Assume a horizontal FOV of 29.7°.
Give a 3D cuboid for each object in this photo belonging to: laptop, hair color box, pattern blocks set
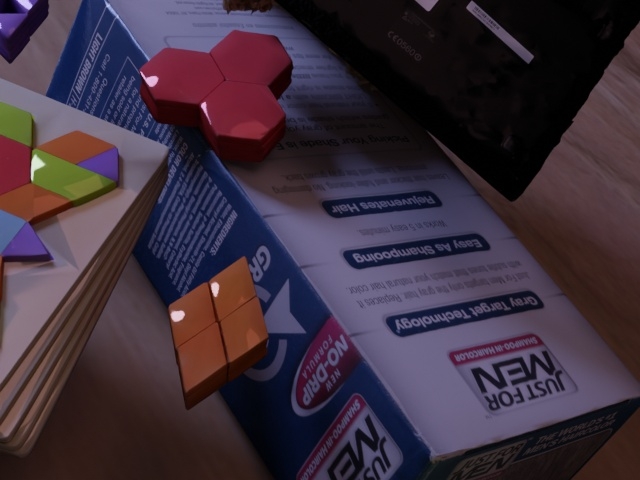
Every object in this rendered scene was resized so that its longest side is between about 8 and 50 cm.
[{"bbox_3d":[0.059,-0.173,0.684,0.234,0.136,0.264,39,67,-6],"label":"laptop"},{"bbox_3d":[0.000,0.000,0.680,0.174,0.105,0.347,-7,50,-42],"label":"hair color box"},{"bbox_3d":[-0.159,-0.003,0.542,0.285,0.026,0.325,10,52,0],"label":"pattern blocks set"}]

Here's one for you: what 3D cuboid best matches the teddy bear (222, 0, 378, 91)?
[{"bbox_3d":[0.016,-0.171,0.740,0.338,0.113,0.245,33,40,-13],"label":"teddy bear"}]
